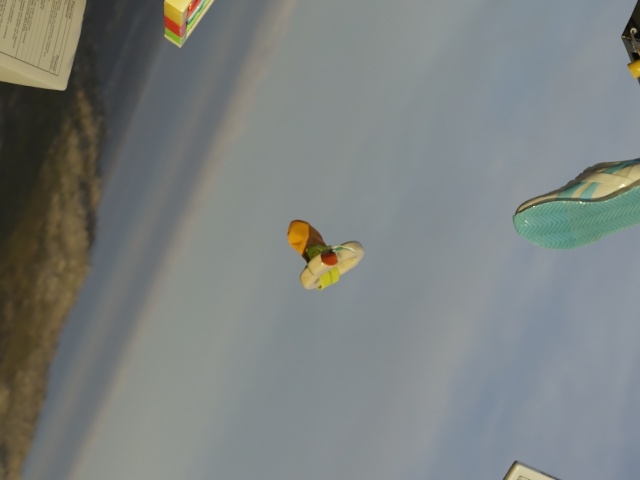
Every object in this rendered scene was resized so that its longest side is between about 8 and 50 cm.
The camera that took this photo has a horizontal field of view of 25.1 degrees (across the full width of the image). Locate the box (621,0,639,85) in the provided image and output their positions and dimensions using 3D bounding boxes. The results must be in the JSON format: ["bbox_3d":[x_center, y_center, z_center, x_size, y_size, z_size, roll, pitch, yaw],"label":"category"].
[{"bbox_3d":[0.607,-0.274,2.289,0.103,0.184,0.261,-62,146,-17],"label":"box"}]

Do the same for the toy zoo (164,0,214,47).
[{"bbox_3d":[-0.139,-0.362,1.887,0.192,0.030,0.293,-56,-177,-5],"label":"toy zoo"}]

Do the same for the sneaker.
[{"bbox_3d":[0.385,-0.055,2.068,0.092,0.228,0.087,-106,-178,-57],"label":"sneaker"}]

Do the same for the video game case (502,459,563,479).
[{"bbox_3d":[0.324,0.446,2.216,0.190,0.173,0.022,-61,-162,14],"label":"video game case"}]

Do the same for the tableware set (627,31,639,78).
[{"bbox_3d":[0.446,-0.198,1.909,0.024,0.154,0.104,-29,-134,22],"label":"tableware set"}]

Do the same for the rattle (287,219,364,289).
[{"bbox_3d":[0.000,0.000,2.464,0.200,0.130,0.143,46,28,-75],"label":"rattle"}]

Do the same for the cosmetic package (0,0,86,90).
[{"bbox_3d":[-0.394,-0.275,1.624,0.296,0.129,0.153,21,80,-71],"label":"cosmetic package"}]
